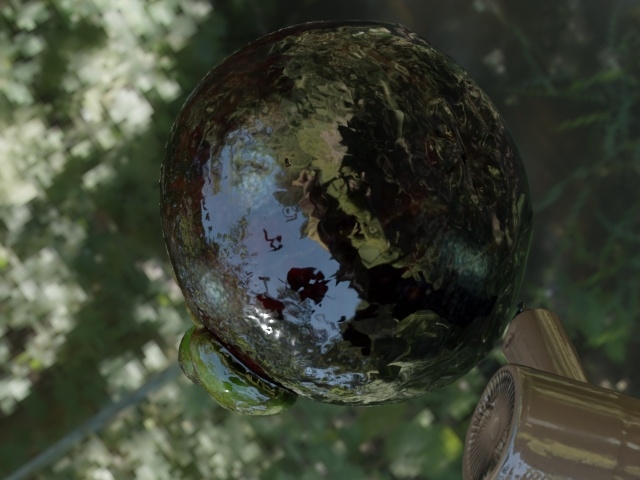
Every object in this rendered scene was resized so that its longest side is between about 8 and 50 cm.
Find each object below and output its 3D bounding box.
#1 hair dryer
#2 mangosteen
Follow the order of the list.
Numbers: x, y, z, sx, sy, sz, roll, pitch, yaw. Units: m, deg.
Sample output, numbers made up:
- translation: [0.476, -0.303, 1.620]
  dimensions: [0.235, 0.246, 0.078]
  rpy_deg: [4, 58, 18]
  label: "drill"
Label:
- translation: [0.119, 0.074, 0.890]
  dimensions: [0.181, 0.117, 0.064]
  rpy_deg: [-104, 33, -66]
  label: "hair dryer"
- translation: [0.005, -0.011, 1.019]
  dimensions: [0.216, 0.216, 0.216]
  rpy_deg: [45, 157, 25]
  label: "mangosteen"
